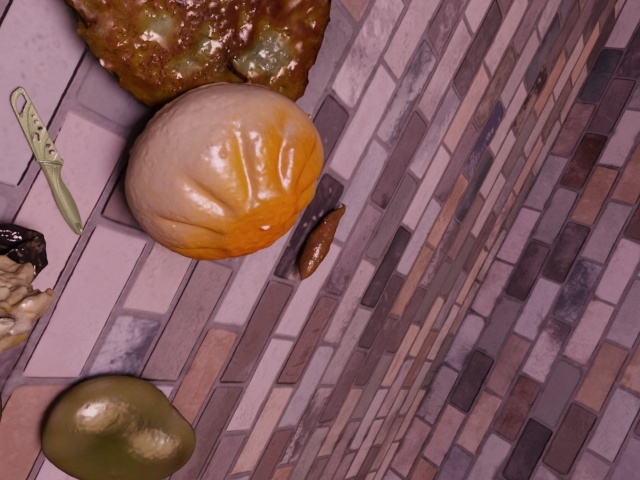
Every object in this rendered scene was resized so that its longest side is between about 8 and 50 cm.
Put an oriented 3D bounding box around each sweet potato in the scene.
[{"bbox_3d":[0.000,0.000,0.993,0.205,0.060,0.068,-59,179,-8],"label":"sweet potato"}]

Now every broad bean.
[{"bbox_3d":[-0.347,0.331,0.758,0.189,0.121,0.263,-49,125,-10],"label":"broad bean"}]

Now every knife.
[{"bbox_3d":[-0.349,-0.094,0.570,0.030,0.014,0.207,-31,131,-32],"label":"knife"}]

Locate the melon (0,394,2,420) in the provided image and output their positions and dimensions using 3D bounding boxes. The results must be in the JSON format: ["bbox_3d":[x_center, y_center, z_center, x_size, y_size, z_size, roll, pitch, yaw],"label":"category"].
[{"bbox_3d":[-0.461,0.203,0.547,0.099,0.099,0.162,-28,132,-36],"label":"melon"}]

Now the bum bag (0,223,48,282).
[{"bbox_3d":[-0.446,0.022,0.484,0.248,0.069,0.102,11,117,-39],"label":"bum bag"}]

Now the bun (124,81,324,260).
[{"bbox_3d":[-0.117,-0.074,0.640,0.299,0.164,0.298,-28,156,-14],"label":"bun"}]

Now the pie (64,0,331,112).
[{"bbox_3d":[-0.139,-0.287,0.565,0.288,0.103,0.355,-46,145,11],"label":"pie"}]

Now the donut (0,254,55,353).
[{"bbox_3d":[-0.425,-0.027,0.338,0.308,0.150,0.370,-21,119,-25],"label":"donut"}]
